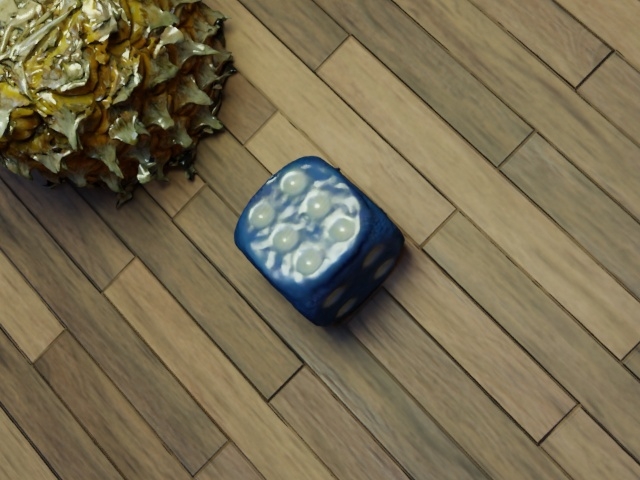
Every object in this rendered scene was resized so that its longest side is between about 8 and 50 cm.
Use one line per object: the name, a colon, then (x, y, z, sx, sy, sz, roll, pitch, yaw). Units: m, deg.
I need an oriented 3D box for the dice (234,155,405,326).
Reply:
dice: (0.000, 0.000, 1.385, 0.146, 0.146, 0.143, -47, 67, -1)

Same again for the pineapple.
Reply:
pineapple: (-0.285, -0.220, 1.445, 0.352, 0.300, 0.352, -2, 84, 16)
